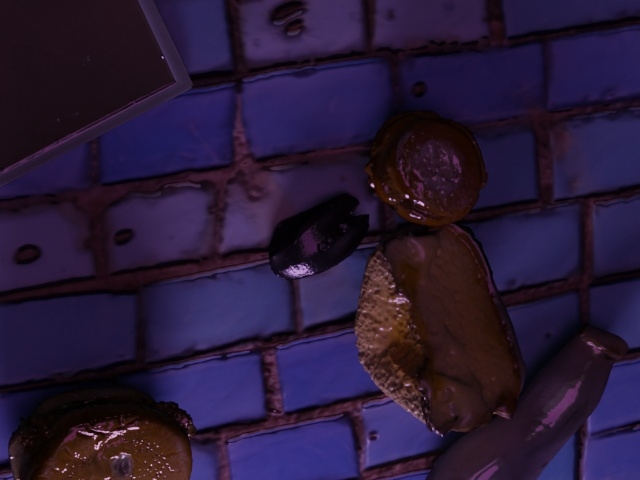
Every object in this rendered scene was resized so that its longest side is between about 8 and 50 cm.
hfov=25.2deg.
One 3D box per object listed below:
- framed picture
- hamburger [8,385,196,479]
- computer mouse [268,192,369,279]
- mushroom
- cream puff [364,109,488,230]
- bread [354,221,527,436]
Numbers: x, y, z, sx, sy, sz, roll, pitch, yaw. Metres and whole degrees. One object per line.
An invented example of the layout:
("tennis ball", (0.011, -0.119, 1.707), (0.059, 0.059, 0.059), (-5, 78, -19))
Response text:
("framed picture", (-0.307, -0.187, 1.520), (0.296, 0.019, 0.232), (-27, 131, -6))
("hamburger", (-0.250, 0.255, 1.665), (0.215, 0.122, 0.189), (-10, 118, -17))
("computer mouse", (0.000, 0.000, 1.689), (0.135, 0.047, 0.079), (-34, 115, -5))
("mushroom", (0.259, 0.247, 1.830), (0.351, 0.097, 0.109), (-44, 117, -3))
("cream puff", (0.118, -0.084, 1.664), (0.144, 0.103, 0.126), (46, 76, -20))
("bread", (0.128, 0.116, 1.719), (0.174, 0.133, 0.252), (-16, 84, -40))
